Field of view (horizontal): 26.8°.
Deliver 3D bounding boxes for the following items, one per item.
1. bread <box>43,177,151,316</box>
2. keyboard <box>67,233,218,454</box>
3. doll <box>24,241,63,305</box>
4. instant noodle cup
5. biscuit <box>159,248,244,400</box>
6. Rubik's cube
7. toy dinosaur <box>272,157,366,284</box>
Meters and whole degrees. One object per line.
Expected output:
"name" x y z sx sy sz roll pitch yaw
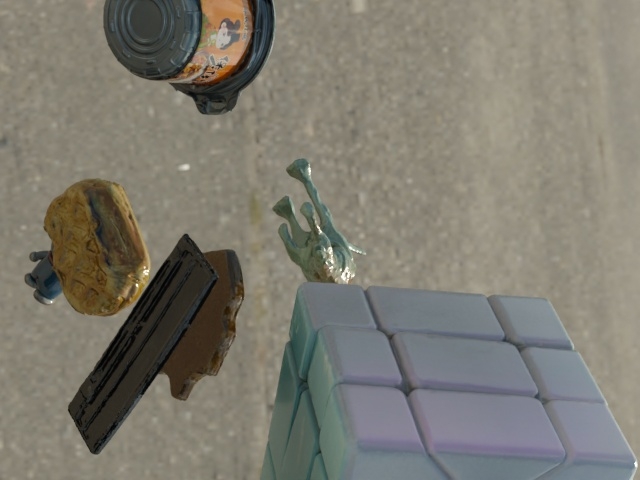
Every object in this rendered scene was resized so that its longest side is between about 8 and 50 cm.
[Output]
"bread" -0.178 0.006 1.061 0.044 0.083 0.110 -6 74 -53
"keyboard" -0.190 0.113 1.428 0.017 0.250 0.087 19 22 -45
"doll" -0.380 0.029 2.038 0.114 0.152 0.085 52 15 23
"instant noodle cup" -0.154 -0.240 1.466 0.125 0.178 0.208 -15 83 -60
"biscuit" -0.178 0.119 1.889 0.034 0.182 0.215 19 74 -43
"Rubik's cube" 0.121 0.262 1.510 0.316 0.319 0.322 -107 -154 -57
"toy dinosaur" 0.000 0.000 1.964 0.205 0.092 0.393 61 3 17
